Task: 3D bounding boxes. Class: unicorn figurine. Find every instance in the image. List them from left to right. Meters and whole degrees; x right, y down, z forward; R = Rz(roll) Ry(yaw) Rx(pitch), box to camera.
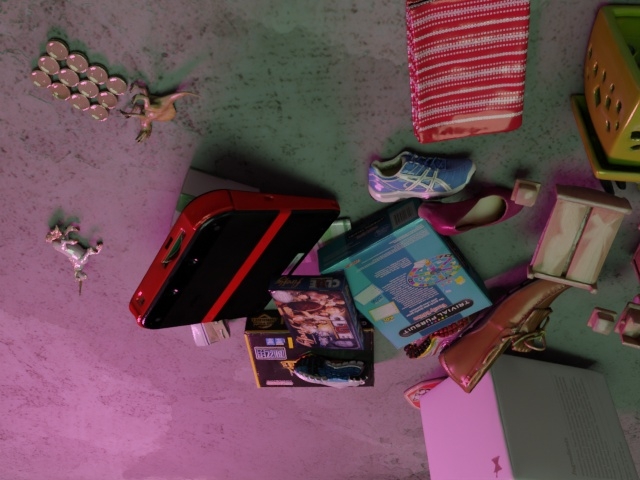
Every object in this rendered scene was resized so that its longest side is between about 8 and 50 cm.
[{"bbox_3d":[-0.550,0.030,1.401,0.111,0.060,0.162,-27,112,27],"label":"unicorn figurine"}]

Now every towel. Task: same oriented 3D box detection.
[{"bbox_3d":[0.000,0.000,1.371,0.151,0.023,0.113,-6,133,11],"label":"towel"},{"bbox_3d":[0.251,-0.291,1.057,0.198,0.031,0.275,-6,134,7],"label":"towel"}]

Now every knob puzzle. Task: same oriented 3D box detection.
[{"bbox_3d":[0.340,0.463,1.814,0.213,0.030,0.213,1,136,1],"label":"knob puzzle"}]

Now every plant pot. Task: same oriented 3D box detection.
[{"bbox_3d":[0.540,-0.217,0.989,0.227,0.228,0.207,3,141,-2],"label":"plant pot"}]

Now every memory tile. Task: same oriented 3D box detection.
[{"bbox_3d":[-0.429,-0.282,1.105,0.148,0.012,0.113,30,129,-26],"label":"memory tile"}]

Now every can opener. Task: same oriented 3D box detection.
[{"bbox_3d":[0.544,-0.143,1.177,0.059,0.073,0.186,-23,140,13],"label":"can opener"}]

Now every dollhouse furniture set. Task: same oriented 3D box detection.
[{"bbox_3d":[0.541,0.022,1.293,0.355,0.174,0.304,15,122,8],"label":"dollhouse furniture set"}]

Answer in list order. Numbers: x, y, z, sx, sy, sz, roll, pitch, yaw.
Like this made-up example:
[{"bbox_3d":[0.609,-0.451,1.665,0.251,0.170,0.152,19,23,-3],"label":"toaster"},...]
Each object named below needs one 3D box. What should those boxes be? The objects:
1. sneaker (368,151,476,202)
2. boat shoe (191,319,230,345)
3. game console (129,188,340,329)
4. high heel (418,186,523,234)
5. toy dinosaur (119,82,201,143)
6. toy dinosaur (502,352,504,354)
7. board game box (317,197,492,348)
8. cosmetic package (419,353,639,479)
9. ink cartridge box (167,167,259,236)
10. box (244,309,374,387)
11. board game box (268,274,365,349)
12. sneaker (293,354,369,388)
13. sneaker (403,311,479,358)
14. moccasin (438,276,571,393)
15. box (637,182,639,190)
[{"bbox_3d":[0.191,-0.127,1.189,0.211,0.080,0.081,-10,137,11],"label":"sneaker"},{"bbox_3d":[-0.274,0.151,1.489,0.094,0.109,0.302,-10,145,-9],"label":"boat shoe"},{"bbox_3d":[-0.178,0.045,1.265,0.341,0.060,0.387,-3,142,-45],"label":"game console"},{"bbox_3d":[0.317,-0.052,1.196,0.243,0.117,0.082,-1,109,-24],"label":"high heel"},{"bbox_3d":[-0.299,-0.246,1.122,0.092,0.053,0.183,22,141,-40],"label":"toy dinosaur"},{"bbox_3d":[0.454,0.291,1.612,0.082,0.090,0.047,-7,137,-43],"label":"toy dinosaur"},{"bbox_3d":[0.191,0.082,1.381,0.253,0.079,0.336,-29,129,19],"label":"board game box"},{"bbox_3d":[0.524,0.524,1.610,0.393,0.328,0.329,13,141,-20],"label":"cosmetic package"},{"bbox_3d":[-0.232,-0.029,1.296,0.154,0.093,0.212,16,132,-13],"label":"ink cartridge box"},{"bbox_3d":[-0.020,0.285,1.618,0.321,0.079,0.257,-1,133,4],"label":"box"},{"bbox_3d":[-0.002,0.164,1.382,0.164,0.042,0.243,-1,141,17],"label":"board game box"},{"bbox_3d":[0.022,0.345,1.576,0.190,0.071,0.083,10,140,-7],"label":"sneaker"},{"bbox_3d":[0.307,0.217,1.544,0.092,0.088,0.225,10,138,-41],"label":"sneaker"},{"bbox_3d":[0.443,0.207,1.421,0.380,0.147,0.139,-45,158,15],"label":"moccasin"},{"bbox_3d":[0.716,-0.102,1.221,0.178,0.042,0.109,26,130,-23],"label":"box"}]
